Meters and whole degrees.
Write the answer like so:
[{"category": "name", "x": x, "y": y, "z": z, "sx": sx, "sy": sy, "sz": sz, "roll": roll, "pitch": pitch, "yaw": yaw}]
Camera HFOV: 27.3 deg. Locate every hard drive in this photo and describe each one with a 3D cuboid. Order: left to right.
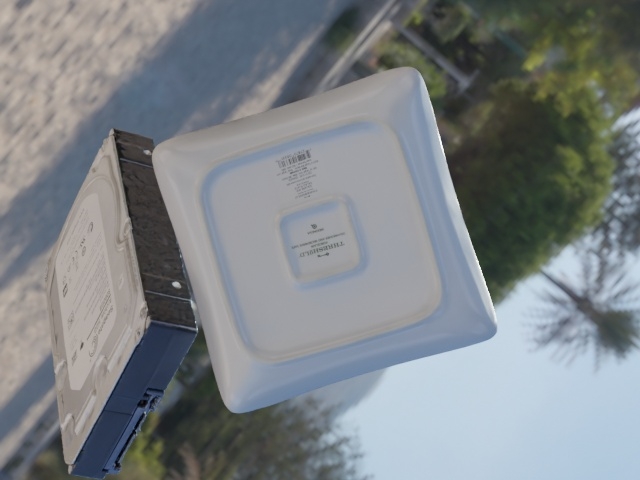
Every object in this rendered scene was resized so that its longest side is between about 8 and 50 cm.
[{"category": "hard drive", "x": -0.234, "y": 0.064, "z": 1.471, "sx": 0.237, "sy": 0.064, "sz": 0.339, "roll": -59, "pitch": -148, "yaw": 31}]

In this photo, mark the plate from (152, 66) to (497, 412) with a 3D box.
[{"category": "plate", "x": 0.000, "y": 0.000, "z": 1.256, "sx": 0.277, "sy": 0.278, "sz": 0.045, "roll": -17, "pitch": 178, "yaw": 6}]
